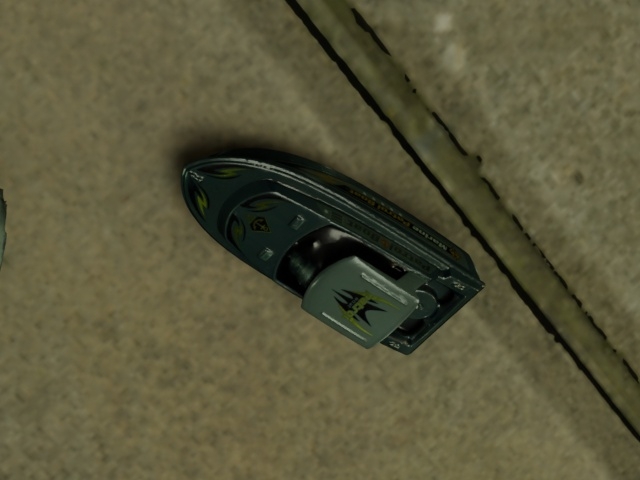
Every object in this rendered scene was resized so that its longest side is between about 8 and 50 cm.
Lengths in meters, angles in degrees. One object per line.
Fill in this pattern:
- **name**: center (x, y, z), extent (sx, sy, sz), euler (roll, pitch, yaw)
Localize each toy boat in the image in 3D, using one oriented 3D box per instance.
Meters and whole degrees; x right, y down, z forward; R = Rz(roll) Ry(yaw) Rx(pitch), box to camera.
- **toy boat**: center (0.000, 0.000, 0.796), extent (0.141, 0.060, 0.055), euler (30, 124, -24)

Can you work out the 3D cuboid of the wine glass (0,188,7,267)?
- **wine glass**: center (-0.307, 0.050, 0.673), extent (0.309, 0.096, 0.264), euler (19, 104, -27)
